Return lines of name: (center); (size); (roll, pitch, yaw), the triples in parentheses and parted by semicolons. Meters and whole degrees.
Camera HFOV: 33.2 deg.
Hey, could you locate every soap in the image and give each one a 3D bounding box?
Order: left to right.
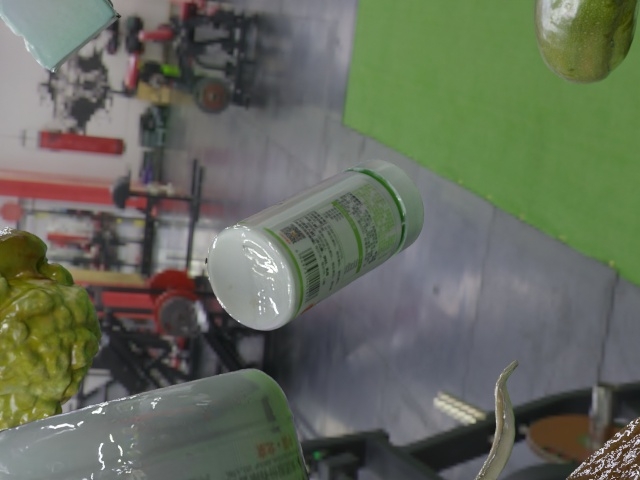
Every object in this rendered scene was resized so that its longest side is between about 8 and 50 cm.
soap: (-0.276, -0.260, 1.057); (0.145, 0.091, 0.230); (54, -179, -37)

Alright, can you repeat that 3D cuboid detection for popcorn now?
popcorn: (-0.391, 0.101, 1.249); (0.251, 0.237, 0.206); (43, 176, 37)

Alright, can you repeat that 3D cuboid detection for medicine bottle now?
medicine bottle: (-0.112, 0.268, 0.802); (0.245, 0.245, 0.306); (143, 114, -73)
medicine bottle: (0.000, 0.000, 0.853); (0.086, 0.183, 0.086); (16, 118, 33)

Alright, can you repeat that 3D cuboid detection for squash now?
squash: (0.228, -0.187, 0.920); (0.341, 0.095, 0.094); (43, -131, -76)

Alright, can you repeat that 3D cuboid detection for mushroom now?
mushroom: (0.164, 0.246, 1.174); (0.306, 0.068, 0.043); (-48, -26, -29)

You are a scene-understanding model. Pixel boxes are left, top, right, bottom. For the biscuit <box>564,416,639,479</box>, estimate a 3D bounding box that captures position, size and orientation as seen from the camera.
biscuit: (0.324, 0.306, 1.089); (0.367, 0.063, 0.314); (-43, 12, 5)
